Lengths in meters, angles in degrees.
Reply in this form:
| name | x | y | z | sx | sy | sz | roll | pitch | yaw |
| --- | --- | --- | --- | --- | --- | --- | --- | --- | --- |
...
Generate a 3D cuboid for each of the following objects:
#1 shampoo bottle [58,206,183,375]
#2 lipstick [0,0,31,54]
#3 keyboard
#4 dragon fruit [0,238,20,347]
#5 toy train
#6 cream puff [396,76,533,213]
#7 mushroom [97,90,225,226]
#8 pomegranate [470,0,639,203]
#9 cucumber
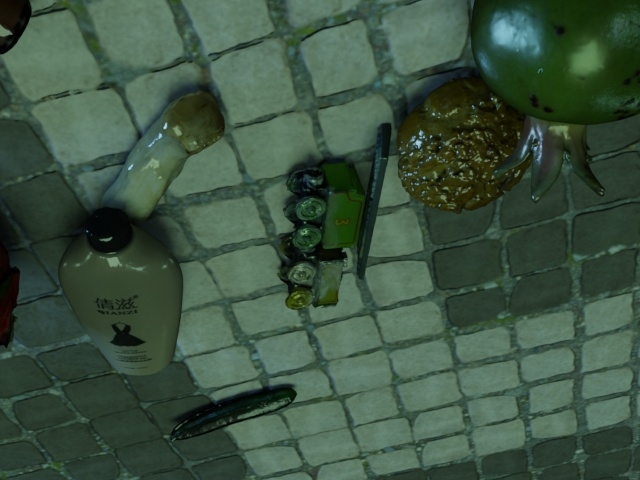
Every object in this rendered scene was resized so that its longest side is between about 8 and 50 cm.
| name | x | y | z | sx | sy | sz | roll | pitch | yaw |
| --- | --- | --- | --- | --- | --- | --- | --- | --- | --- |
| shampoo bottle | -0.208 | 0.056 | 0.945 | 0.127 | 0.078 | 0.256 | 2 | 142 | 0 |
| lipstick | -0.380 | -0.245 | 0.635 | 0.357 | 0.057 | 0.057 | 28 | 125 | -34 |
| keyboard | 0.055 | -0.037 | 0.926 | 0.014 | 0.055 | 0.176 | 7 | 135 | -1 |
| dragon fruit | -0.393 | 0.044 | 0.854 | 0.189 | 0.182 | 0.182 | -4 | 136 | -7 |
| toy train | 0.000 | 0.000 | 0.951 | 0.081 | 0.060 | 0.202 | -5 | 138 | -12 |
| cream puff | 0.139 | -0.085 | 0.855 | 0.144 | 0.103 | 0.126 | -30 | 134 | 28 |
| mushroom | -0.163 | -0.068 | 0.862 | 0.059 | 0.054 | 0.202 | 28 | 131 | -25 |
| pomegranate | 0.206 | -0.146 | 0.735 | 0.182 | 0.181 | 0.224 | 2 | 116 | -12 |
| cucumber | -0.119 | 0.232 | 1.191 | 0.184 | 0.033 | 0.036 | -19 | 111 | 9 |
